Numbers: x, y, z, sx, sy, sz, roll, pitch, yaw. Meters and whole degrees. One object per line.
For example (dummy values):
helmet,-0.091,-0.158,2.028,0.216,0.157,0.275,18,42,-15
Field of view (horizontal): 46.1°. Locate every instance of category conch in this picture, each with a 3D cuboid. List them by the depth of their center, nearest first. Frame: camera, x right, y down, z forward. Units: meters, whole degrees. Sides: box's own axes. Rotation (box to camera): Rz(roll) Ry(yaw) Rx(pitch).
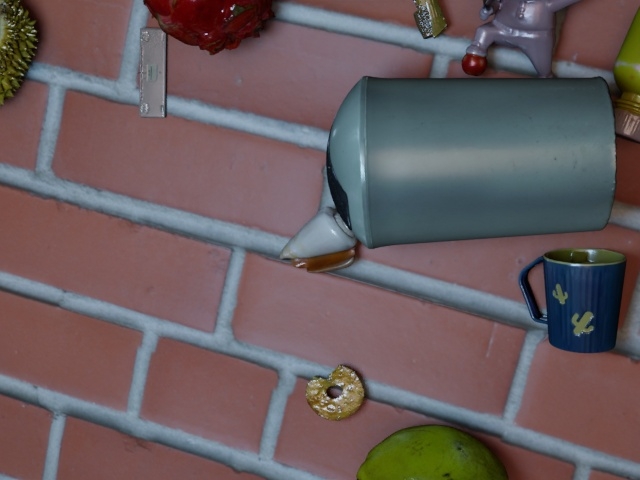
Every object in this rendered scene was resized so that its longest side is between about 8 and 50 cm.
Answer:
conch,0.002,0.008,1.356,0.176,0.094,0.104,-37,130,17

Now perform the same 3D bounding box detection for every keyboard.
keyboard,-0.317,-0.316,1.423,0.055,0.017,0.165,3,96,6

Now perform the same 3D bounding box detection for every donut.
donut,0.030,0.283,1.403,0.108,0.043,0.097,-21,91,11

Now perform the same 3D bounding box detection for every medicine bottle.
medicine bottle,0.531,-0.265,1.207,0.122,0.122,0.212,23,100,8

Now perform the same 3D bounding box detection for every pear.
pear,0.195,0.425,1.304,0.269,0.212,0.212,4,97,1

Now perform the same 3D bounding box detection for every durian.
durian,-0.618,-0.358,1.423,0.138,0.183,0.249,29,99,-30

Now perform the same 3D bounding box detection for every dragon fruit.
dragon fruit,-0.191,-0.444,1.281,0.241,0.241,0.252,3,93,11

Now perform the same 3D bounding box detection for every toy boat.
toy boat,0.172,-0.420,1.298,0.049,0.047,0.149,-23,92,13

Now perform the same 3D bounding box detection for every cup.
cup,0.424,0.098,1.275,0.176,0.131,0.155,5,102,40

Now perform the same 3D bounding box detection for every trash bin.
trash bin,0.225,-0.130,1.209,0.432,0.280,0.280,-2,96,8

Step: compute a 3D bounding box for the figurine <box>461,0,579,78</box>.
figurine,0.334,-0.394,1.213,0.176,0.186,0.287,29,120,32
